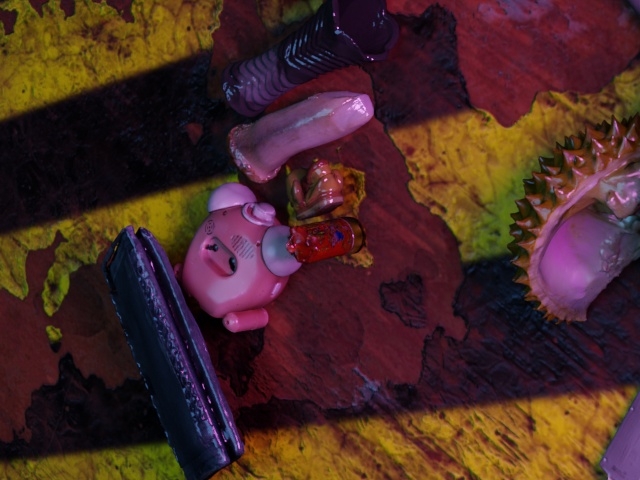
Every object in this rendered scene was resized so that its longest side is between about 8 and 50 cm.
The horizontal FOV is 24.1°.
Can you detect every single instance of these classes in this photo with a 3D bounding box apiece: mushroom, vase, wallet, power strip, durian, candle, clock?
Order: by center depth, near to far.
[{"bbox_3d":[0.307,-0.043,1.632,0.166,0.172,0.306,40,111,2],"label":"durian"},{"bbox_3d":[0.384,0.169,1.660,0.060,0.027,0.252,37,115,31],"label":"power strip"},{"bbox_3d":[0.000,0.000,1.883,0.052,0.131,0.052,6,100,39],"label":"candle"},{"bbox_3d":[-0.022,-0.234,1.903,0.237,0.115,0.115,-25,79,43],"label":"vase"},{"bbox_3d":[-0.027,-0.139,1.937,0.209,0.071,0.084,-22,86,34],"label":"mushroom"},{"bbox_3d":[-0.110,0.019,1.998,0.166,0.093,0.162,42,115,29],"label":"clock"},{"bbox_3d":[-0.202,0.160,2.050,0.342,0.075,0.237,66,157,10],"label":"wallet"}]

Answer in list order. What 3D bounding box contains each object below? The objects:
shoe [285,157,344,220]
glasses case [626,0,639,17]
[{"bbox_3d":[-0.004,-0.066,1.921,0.109,0.072,0.069,167,89,-83],"label":"shoe"},{"bbox_3d":[0.355,-0.312,1.620,0.114,0.060,0.299,-44,68,29],"label":"glasses case"}]
